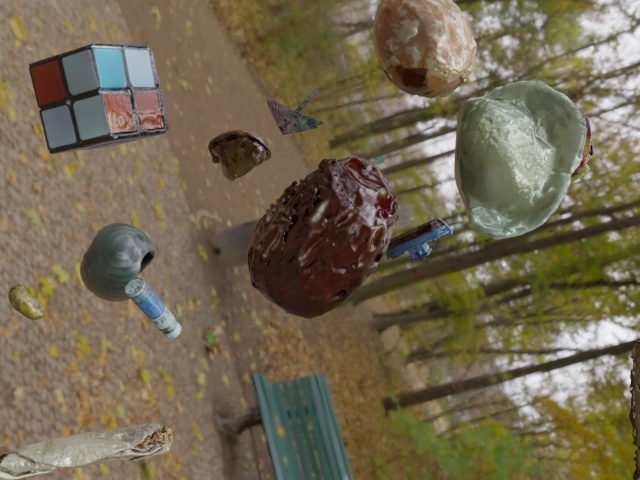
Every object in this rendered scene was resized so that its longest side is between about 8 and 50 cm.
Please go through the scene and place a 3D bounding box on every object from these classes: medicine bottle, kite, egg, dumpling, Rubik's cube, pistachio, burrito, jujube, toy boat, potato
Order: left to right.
[{"bbox_3d":[-0.627,0.134,1.730,0.092,0.046,0.045,46,31,-15],"label":"potato"},{"bbox_3d":[-0.520,0.469,1.800,0.117,0.391,0.076,-171,-105,-73],"label":"burrito"},{"bbox_3d":[-0.422,-0.273,1.566,0.183,0.167,0.180,-27,107,-61],"label":"Rubik's cube"},{"bbox_3d":[-0.390,0.162,1.910,0.051,0.051,0.191,-102,168,-45],"label":"medicine bottle"},{"bbox_3d":[-0.214,-0.234,2.166,0.210,0.165,0.131,-28,-123,54],"label":"pistachio"},{"bbox_3d":[-0.051,-0.269,1.694,0.152,0.137,0.005,127,-24,-44],"label":"kite"},{"bbox_3d":[0.000,0.000,1.704,0.258,0.377,0.258,23,42,-23],"label":"jujube"},{"bbox_3d":[0.296,0.010,2.448,0.097,0.223,0.100,61,29,-7],"label":"toy boat"},{"bbox_3d":[0.199,-0.388,1.592,0.233,0.195,0.195,51,5,3],"label":"egg"},{"bbox_3d":[0.354,-0.164,1.591,0.270,0.211,0.321,-16,-97,60],"label":"dumpling"}]

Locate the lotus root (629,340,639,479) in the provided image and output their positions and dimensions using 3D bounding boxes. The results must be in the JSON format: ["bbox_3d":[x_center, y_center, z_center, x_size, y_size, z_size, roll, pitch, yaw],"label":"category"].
[{"bbox_3d":[0.637,0.311,1.462,0.170,0.074,0.261,-11,-112,57],"label":"lotus root"}]

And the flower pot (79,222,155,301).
[{"bbox_3d":[-0.511,0.055,2.040,0.243,0.157,0.189,-42,-159,58],"label":"flower pot"}]

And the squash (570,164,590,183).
[{"bbox_3d":[0.564,-0.187,2.171,0.169,0.252,0.093,59,19,10],"label":"squash"}]

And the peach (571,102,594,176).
[{"bbox_3d":[0.566,-0.264,2.032,0.279,0.068,0.189,45,-64,52],"label":"peach"}]
